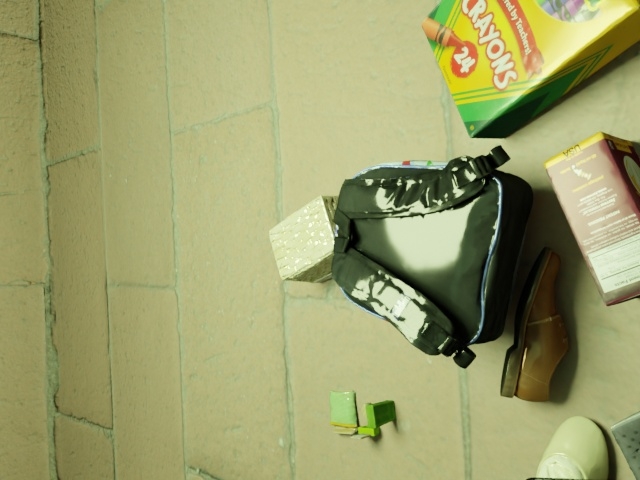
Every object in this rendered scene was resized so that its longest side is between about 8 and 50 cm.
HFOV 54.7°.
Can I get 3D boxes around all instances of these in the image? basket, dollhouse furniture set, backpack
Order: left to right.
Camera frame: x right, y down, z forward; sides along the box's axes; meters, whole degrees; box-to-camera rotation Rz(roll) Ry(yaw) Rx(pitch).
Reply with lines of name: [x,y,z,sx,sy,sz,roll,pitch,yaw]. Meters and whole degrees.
basket: [0.000,0.000,1.096,0.167,0.103,0.113,-32,68,41]
dollhouse furniture set: [0.055,0.304,1.077,0.151,0.058,0.076,-13,81,44]
backpack: [0.150,0.003,0.876,0.263,0.213,0.277,15,95,36]

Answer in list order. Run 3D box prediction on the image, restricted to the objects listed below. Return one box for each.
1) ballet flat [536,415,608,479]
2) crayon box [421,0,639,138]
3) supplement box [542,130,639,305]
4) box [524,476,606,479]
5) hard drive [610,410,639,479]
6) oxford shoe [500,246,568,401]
ballet flat: [0.310,0.354,0.809,0.086,0.086,0.249,20,104,43]
crayon box: [0.285,-0.298,0.788,0.318,0.081,0.202,-39,63,49]
supplement box: [0.357,-0.026,0.741,0.080,0.104,0.188,-32,69,40]
box: [0.360,0.431,0.662,0.257,0.079,0.322,-8,71,24]
hard drive: [0.435,0.200,0.585,0.254,0.054,0.172,-28,86,24]
oxford shoe: [0.301,0.115,0.838,0.076,0.076,0.212,11,97,14]
